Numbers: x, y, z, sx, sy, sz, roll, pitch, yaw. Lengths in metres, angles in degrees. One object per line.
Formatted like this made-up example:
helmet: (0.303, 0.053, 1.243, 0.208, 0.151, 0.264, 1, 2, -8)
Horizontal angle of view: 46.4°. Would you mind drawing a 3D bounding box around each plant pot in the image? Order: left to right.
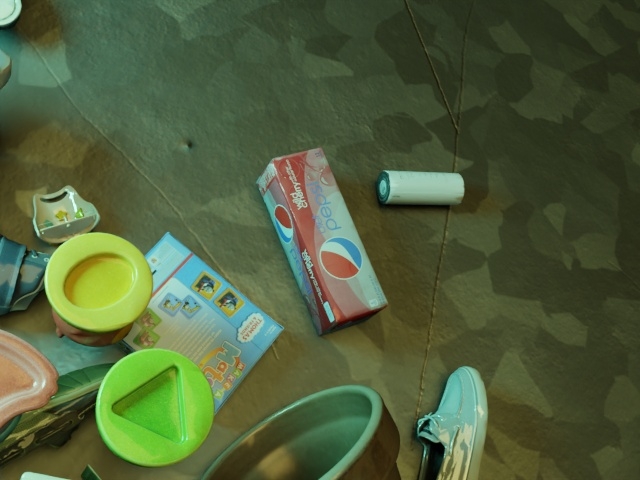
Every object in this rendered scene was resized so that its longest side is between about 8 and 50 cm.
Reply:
plant pot: (0.014, 0.338, 0.893, 0.263, 0.263, 0.229, -36, 101, -28)

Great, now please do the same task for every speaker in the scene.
speaker: (0.163, -0.085, 1.214, 0.136, 0.055, 0.055, 0, 69, -20)

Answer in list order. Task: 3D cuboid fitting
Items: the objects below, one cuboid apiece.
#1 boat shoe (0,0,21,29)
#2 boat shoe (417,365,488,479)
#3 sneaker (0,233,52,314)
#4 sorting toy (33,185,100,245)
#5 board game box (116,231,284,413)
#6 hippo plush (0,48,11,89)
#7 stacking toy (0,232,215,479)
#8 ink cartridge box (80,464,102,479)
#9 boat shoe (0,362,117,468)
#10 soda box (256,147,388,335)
boat shoe: (-0.530, -0.388, 1.081, 0.255, 0.079, 0.095, 40, 63, 2)
boat shoe: (0.178, 0.282, 1.051, 0.081, 0.079, 0.227, 19, 66, -16)
sneaker: (-0.419, -0.009, 0.962, 0.164, 0.086, 0.226, 14, 56, -23)
sorting toy: (-0.354, -0.039, 1.020, 0.083, 0.045, 0.075, -19, 69, -25)
board game box: (-0.180, 0.114, 1.017, 0.211, 0.039, 0.160, 40, 61, 1)
hippo plush: (-0.549, -0.177, 0.881, 0.294, 0.237, 0.234, 42, 30, -14)
stacking toy: (-0.291, 0.176, 0.844, 0.309, 0.130, 0.279, -35, 85, -34)
ink cartridge box: (-0.227, 0.362, 0.856, 0.062, 0.109, 0.209, -40, 85, -29)
boat shoe: (-0.333, 0.218, 0.903, 0.224, 0.080, 0.073, -22, 103, -34)
soda box: (0.000, 0.000, 1.104, 0.092, 0.083, 0.263, -16, 75, -25)
